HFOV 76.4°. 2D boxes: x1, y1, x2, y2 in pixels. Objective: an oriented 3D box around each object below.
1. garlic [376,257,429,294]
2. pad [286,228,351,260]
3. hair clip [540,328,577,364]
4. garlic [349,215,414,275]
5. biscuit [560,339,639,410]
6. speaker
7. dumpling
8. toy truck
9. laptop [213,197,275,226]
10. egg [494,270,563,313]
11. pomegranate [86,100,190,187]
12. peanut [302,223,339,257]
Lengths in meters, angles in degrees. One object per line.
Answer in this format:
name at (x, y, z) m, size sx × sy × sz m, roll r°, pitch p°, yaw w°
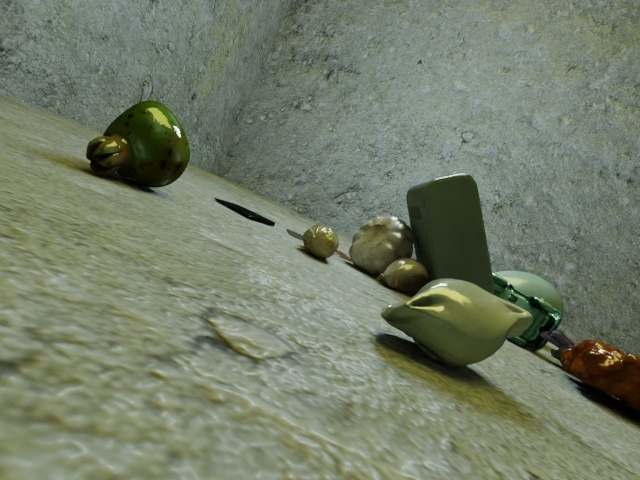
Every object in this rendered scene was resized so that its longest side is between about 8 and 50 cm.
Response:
garlic at (0.259, 0.104, 1.206) m, size 0.196 × 0.101 × 0.087 m, roll 15°, pitch 19°, yaw -44°
pad at (0.019, 0.005, 1.389) m, size 0.250 × 0.055 × 0.323 m, roll 24°, pitch -13°, yaw -12°
hair clip at (0.752, 0.336, 1.126) m, size 0.278 × 0.090 × 0.137 m, roll 24°, pitch -18°, yaw -2°
garlic at (0.214, 0.042, 1.338) m, size 0.218 × 0.218 × 0.212 m, roll 29°, pitch -23°, yaw 45°
biscuit at (0.719, 0.328, 0.903) m, size 0.312 × 0.110 × 0.318 m, roll 26°, pitch 0°, yaw 24°
speaker at (0.393, 0.006, 1.276) m, size 0.183 × 0.406 × 0.184 m, roll -12°, pitch 6°, yaw -7°
dumpling at (0.185, 0.123, 0.597) m, size 0.229 × 0.124 × 0.151 m, roll 15°, pitch -31°, yaw -14°
toy truck at (0.601, 0.216, 1.290) m, size 0.156 × 0.155 × 0.279 m, roll 21°, pitch 11°, yaw -42°
laptop at (-0.262, -0.098, 1.391) m, size 0.197 × 0.016 × 0.135 m, roll 26°, pitch 5°, yaw 34°
egg at (0.745, 0.229, 1.539) m, size 0.371 × 0.230 × 0.230 m, roll 17°, pitch 6°, yaw -18°
pomegranate at (-0.391, -0.206, 0.923) m, size 0.159 × 0.190 × 0.241 m, roll 49°, pitch 3°, yaw -3°
peanut at (0.000, 0.000, 1.166) m, size 0.099 × 0.090 × 0.214 m, roll -5°, pitch 4°, yaw -1°
